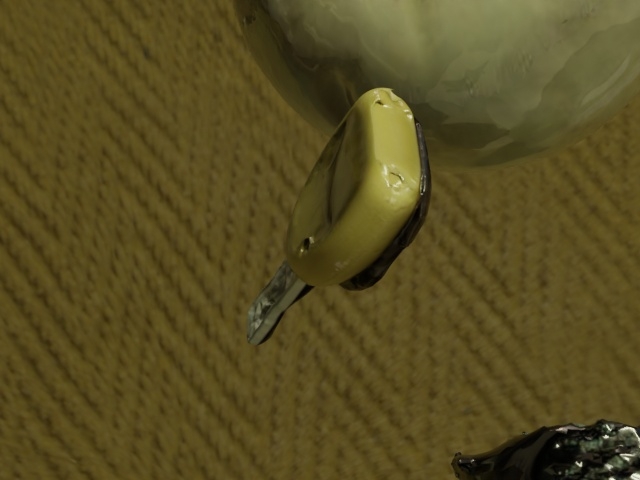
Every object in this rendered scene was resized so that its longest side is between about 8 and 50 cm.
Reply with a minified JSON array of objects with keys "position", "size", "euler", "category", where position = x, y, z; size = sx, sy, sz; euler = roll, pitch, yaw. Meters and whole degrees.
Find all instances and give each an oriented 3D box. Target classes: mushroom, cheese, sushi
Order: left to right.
[{"position":[0.001,0.000,0.655],"size":[0.036,0.162,0.086],"euler":[15,46,-23],"category":"cheese"},{"position":[0.124,-0.192,0.840],"size":[0.356,0.315,0.315],"euler":[10,76,-18],"category":"mushroom"},{"position":[0.228,0.274,1.052],"size":[0.225,0.238,0.219],"euler":[-10,63,18],"category":"sushi"}]
